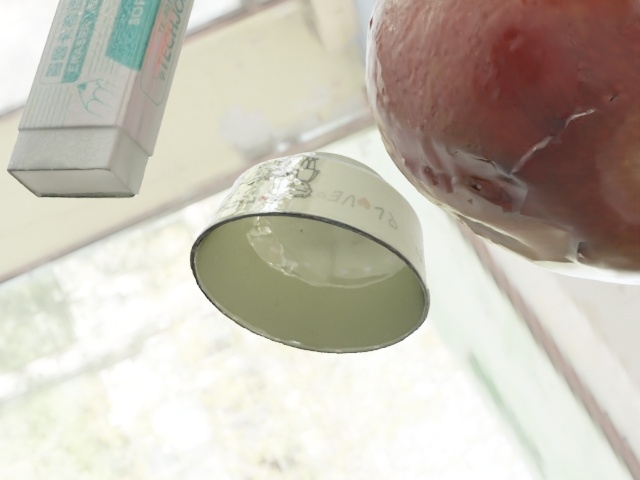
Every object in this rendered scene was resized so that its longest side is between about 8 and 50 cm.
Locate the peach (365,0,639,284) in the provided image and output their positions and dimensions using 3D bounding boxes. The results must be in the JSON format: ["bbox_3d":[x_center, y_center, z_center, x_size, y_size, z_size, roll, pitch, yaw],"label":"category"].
[{"bbox_3d":[0.202,-0.130,1.038,0.290,0.372,0.372,94,-26,-43],"label":"peach"}]

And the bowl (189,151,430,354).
[{"bbox_3d":[0.000,0.000,1.653,0.238,0.238,0.126,76,23,-50],"label":"bowl"}]

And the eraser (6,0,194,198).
[{"bbox_3d":[-0.158,-0.142,1.260,0.052,0.095,0.225,47,50,-53],"label":"eraser"}]
